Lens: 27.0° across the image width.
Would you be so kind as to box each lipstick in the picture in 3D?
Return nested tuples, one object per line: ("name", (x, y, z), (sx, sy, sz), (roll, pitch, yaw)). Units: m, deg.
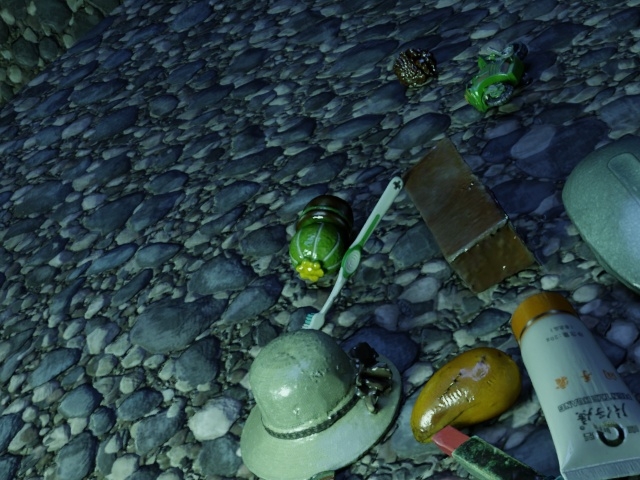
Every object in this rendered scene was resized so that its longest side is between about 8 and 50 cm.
("lipstick", (0.237, 0.284, 1.562), (0.051, 0.051, 0.312), (-40, 29, -16))

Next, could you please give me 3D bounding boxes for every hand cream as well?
("hand cream", (0.310, 0.186, 1.617), (0.139, 0.089, 0.314), (-9, 35, -9))

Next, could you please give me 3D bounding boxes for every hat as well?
("hat", (-0.024, 0.199, 1.835), (0.257, 0.130, 0.257), (-21, 31, 13))

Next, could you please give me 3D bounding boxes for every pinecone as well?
("pinecone", (0.180, -0.332, 2.535), (0.077, 0.077, 0.083), (3, 32, 43))

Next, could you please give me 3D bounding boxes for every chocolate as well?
("chocolate", (0.216, -0.037, 2.023), (0.112, 0.112, 0.321), (-35, 29, 5))

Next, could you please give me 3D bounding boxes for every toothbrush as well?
("toothbrush", (0.052, 0.026, 2.069), (0.030, 0.030, 0.304), (14, 67, 50))

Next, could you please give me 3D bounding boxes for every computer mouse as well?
("computer mouse", (0.444, -0.048, 1.830), (0.203, 0.114, 0.374), (-28, 30, -1))

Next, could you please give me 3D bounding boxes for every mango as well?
("mango", (0.180, 0.192, 1.716), (0.159, 0.084, 0.105), (-25, 24, 6))

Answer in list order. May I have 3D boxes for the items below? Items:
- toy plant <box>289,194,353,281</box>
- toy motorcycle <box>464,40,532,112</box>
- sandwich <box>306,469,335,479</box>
("toy plant", (0.000, 0.000, 2.162), (0.092, 0.093, 0.162), (-14, 36, 24))
("toy motorcycle", (0.311, -0.286, 2.366), (0.106, 0.074, 0.190), (-20, 30, 33))
("sandwich", (-0.009, 0.336, 1.714), (0.101, 0.026, 0.069), (-43, 31, -25))
